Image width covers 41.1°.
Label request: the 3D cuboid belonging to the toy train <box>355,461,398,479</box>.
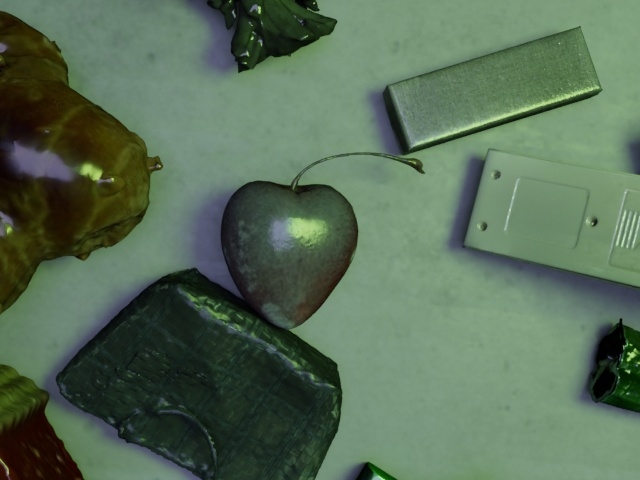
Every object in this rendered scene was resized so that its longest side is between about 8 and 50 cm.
[{"bbox_3d":[0.035,0.345,0.827,0.119,0.085,0.251,33,85,1],"label":"toy train"}]

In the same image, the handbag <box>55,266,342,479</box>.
[{"bbox_3d":[-0.100,0.146,0.817,0.270,0.088,0.175,33,95,-5],"label":"handbag"}]

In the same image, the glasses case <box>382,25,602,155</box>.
[{"bbox_3d":[0.170,-0.147,0.851,0.205,0.047,0.071,-18,88,-5],"label":"glasses case"}]

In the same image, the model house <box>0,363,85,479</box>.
[{"bbox_3d":[-0.317,0.189,0.736,0.160,0.196,0.254,-25,91,-5],"label":"model house"}]

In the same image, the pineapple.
[{"bbox_3d":[-0.097,-0.310,0.790,0.170,0.141,0.310,-38,102,-29],"label":"pineapple"}]

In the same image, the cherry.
[{"bbox_3d":[0.000,0.006,0.804,0.188,0.115,0.148,4,61,-11],"label":"cherry"}]

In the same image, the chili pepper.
[{"bbox_3d":[0.390,0.156,0.869,0.227,0.059,0.088,19,84,-7],"label":"chili pepper"}]

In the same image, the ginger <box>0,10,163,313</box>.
[{"bbox_3d":[-0.344,-0.055,0.752,0.357,0.152,0.274,-33,93,-6],"label":"ginger"}]

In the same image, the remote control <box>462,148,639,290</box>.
[{"bbox_3d":[0.281,-0.009,0.799,0.277,0.055,0.103,14,89,26],"label":"remote control"}]
